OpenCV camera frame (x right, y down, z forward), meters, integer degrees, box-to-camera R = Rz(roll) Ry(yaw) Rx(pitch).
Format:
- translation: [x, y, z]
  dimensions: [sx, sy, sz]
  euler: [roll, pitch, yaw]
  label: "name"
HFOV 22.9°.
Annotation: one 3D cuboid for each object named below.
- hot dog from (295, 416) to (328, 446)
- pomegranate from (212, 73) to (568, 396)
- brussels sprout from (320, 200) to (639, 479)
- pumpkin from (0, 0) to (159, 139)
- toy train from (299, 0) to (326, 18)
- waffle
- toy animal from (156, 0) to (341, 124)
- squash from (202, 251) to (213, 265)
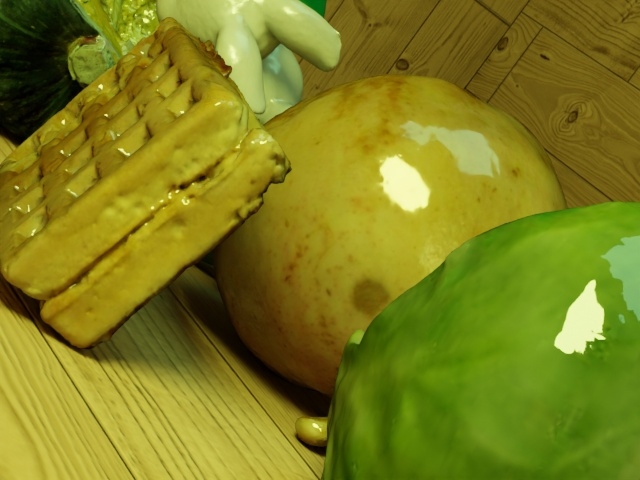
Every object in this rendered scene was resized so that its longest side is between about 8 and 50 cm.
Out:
- translation: [0.022, 0.166, 1.330]
  dimensions: [0.044, 0.028, 0.137]
  euler: [11, -6, 26]
  label: "hot dog"
- translation: [0.061, 0.021, 1.406]
  dimensions: [0.338, 0.338, 0.338]
  euler: [35, 9, -6]
  label: "pomegranate"
- translation: [0.136, 0.145, 1.048]
  dimensions: [0.275, 0.315, 0.371]
  euler: [6, -18, -19]
  label: "brussels sprout"
- translation: [-0.270, -0.202, 1.589]
  dimensions: [0.293, 0.197, 0.263]
  euler: [54, 19, -25]
  label: "pumpkin"
- translation: [-0.169, -0.283, 1.828]
  dimensions: [0.249, 0.429, 0.178]
  euler: [38, 36, -32]
  label: "toy train"
- translation: [-0.152, -0.060, 1.244]
  dimensions: [0.098, 0.224, 0.328]
  euler: [51, 2, -23]
  label: "waffle"
- translation: [-0.071, -0.177, 1.502]
  dimensions: [0.178, 0.127, 0.193]
  euler: [57, -20, 19]
  label: "toy animal"
- translation: [0.000, 0.000, 1.615]
  dimensions: [0.378, 0.101, 0.101]
  euler: [8, 16, -12]
  label: "squash"
